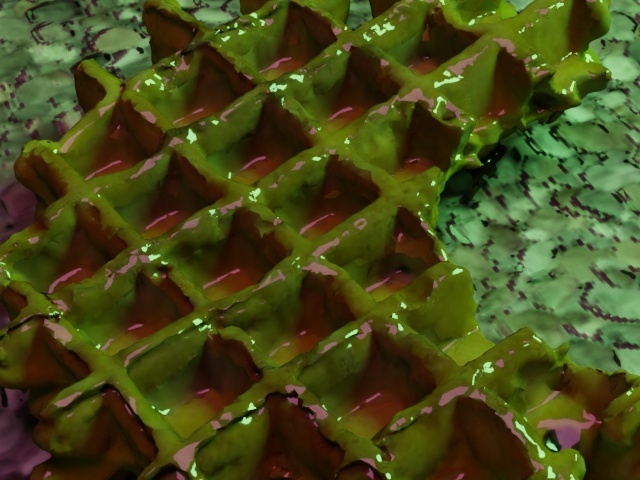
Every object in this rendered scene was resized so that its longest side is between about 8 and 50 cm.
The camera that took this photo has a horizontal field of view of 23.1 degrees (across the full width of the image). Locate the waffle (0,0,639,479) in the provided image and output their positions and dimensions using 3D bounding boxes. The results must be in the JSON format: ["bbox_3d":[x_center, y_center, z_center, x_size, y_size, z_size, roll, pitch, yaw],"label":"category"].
[{"bbox_3d":[0.000,0.000,0.597,0.260,0.069,0.293,-3,45,7],"label":"waffle"}]
